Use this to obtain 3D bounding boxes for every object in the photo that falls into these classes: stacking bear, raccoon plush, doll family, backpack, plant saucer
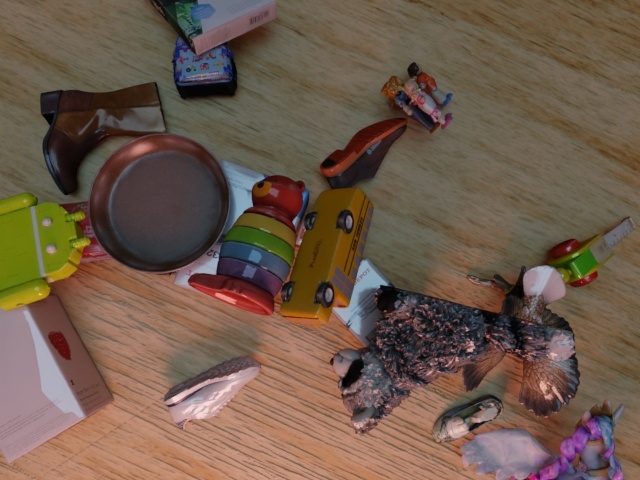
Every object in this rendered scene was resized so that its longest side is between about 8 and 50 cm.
[{"bbox_3d":[-0.122,-0.006,1.023,0.175,0.164,0.289,5,67,39],"label":"stacking bear"},{"bbox_3d":[0.237,0.270,0.973,0.446,0.216,0.300,12,87,29],"label":"raccoon plush"},{"bbox_3d":[0.227,-0.344,1.207,0.163,0.263,0.118,38,122,-11],"label":"doll family"},{"bbox_3d":[-0.290,-0.456,1.217,0.158,0.117,0.174,-4,80,-5],"label":"backpack"},{"bbox_3d":[-0.348,-0.080,1.079,0.310,0.050,0.311,0,80,1],"label":"plant saucer"}]

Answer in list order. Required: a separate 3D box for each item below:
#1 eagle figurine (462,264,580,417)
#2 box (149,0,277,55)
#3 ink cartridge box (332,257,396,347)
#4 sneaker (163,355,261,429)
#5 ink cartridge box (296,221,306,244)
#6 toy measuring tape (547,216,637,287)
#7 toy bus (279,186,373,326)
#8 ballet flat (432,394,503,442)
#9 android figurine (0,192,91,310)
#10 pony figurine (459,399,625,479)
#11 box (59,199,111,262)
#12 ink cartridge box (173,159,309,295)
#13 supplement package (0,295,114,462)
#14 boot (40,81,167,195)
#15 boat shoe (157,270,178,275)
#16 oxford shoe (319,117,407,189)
[{"bbox_3d":[0.459,0.222,1.129,0.225,0.226,0.298,55,38,-32],"label":"eagle figurine"},{"bbox_3d":[-0.291,-0.612,1.201,0.232,0.058,0.322,-34,67,-18],"label":"box"},{"bbox_3d":[0.123,0.166,1.179,0.153,0.087,0.208,-42,88,-6],"label":"ink cartridge box"},{"bbox_3d":[-0.241,0.352,1.144,0.235,0.090,0.095,-24,98,-3],"label":"sneaker"},{"bbox_3d":[0.000,0.000,1.222,0.115,0.029,0.063,18,82,0],"label":"ink cartridge box"},{"bbox_3d":[0.674,0.030,1.243,0.330,0.121,0.121,-28,85,-29],"label":"toy measuring tape"},{"bbox_3d":[0.021,0.036,1.101,0.108,0.130,0.333,-1,59,32],"label":"toy bus"},{"bbox_3d":[0.356,0.429,1.174,0.188,0.070,0.070,-30,86,-6],"label":"ballet flat"},{"bbox_3d":[-0.617,0.017,1.020,0.272,0.056,0.248,-17,70,-4],"label":"android figurine"},{"bbox_3d":[0.533,0.545,1.077,0.350,0.303,0.364,-22,111,-5],"label":"pony figurine"},{"bbox_3d":[-0.605,-0.009,1.133,0.256,0.128,0.123,-7,81,-4],"label":"box"},{"bbox_3d":[-0.180,-0.002,1.160,0.223,0.129,0.308,20,82,-1],"label":"ink cartridge box"},{"bbox_3d":[-0.625,0.286,1.071,0.175,0.177,0.293,-30,86,-7],"label":"supplement package"},{"bbox_3d":[-0.521,-0.253,1.209,0.280,0.096,0.264,-7,76,-12],"label":"boot"},{"bbox_3d":[-0.387,-0.082,1.167,0.095,0.112,0.336,-5,87,-9],"label":"boat shoe"},{"bbox_3d":[0.121,-0.218,1.241,0.271,0.097,0.098,-37,121,-14],"label":"oxford shoe"}]
